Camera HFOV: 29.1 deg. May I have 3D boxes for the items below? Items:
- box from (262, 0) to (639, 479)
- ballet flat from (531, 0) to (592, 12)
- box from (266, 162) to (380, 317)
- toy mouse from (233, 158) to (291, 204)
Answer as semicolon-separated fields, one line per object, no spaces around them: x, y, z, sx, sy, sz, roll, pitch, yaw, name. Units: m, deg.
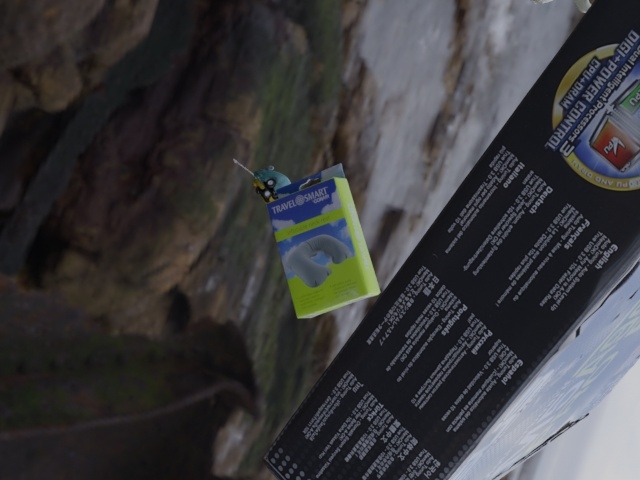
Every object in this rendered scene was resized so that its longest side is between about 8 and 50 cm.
0.120;-0.015;0.460;0.216;0.060;0.270;-15;144;-57;box
0.214;-0.241;1.072;0.248;0.086;0.086;-2;116;-38;ballet flat
0.000;0.000;1.584;0.042;0.109;0.178;3;69;-63;box
-0.048;-0.056;1.728;0.031;0.161;0.143;-39;-164;-11;toy mouse
